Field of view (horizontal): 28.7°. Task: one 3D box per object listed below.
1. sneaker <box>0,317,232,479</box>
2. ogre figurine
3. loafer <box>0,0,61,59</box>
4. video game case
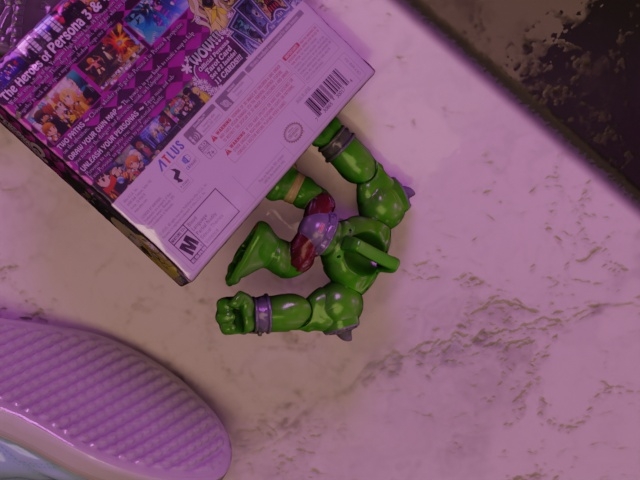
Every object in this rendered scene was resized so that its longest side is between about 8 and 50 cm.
[{"bbox_3d":[-0.263,0.159,1.084,0.366,0.135,0.150,21,131,-6],"label":"sneaker"},{"bbox_3d":[0.000,0.000,1.020,0.118,0.097,0.197,26,64,-13],"label":"ogre figurine"},{"bbox_3d":[-0.183,-0.151,0.991,0.251,0.087,0.094,21,75,-16],"label":"loafer"},{"bbox_3d":[-0.105,-0.118,0.943,0.210,0.042,0.232,43,70,-9],"label":"video game case"}]
